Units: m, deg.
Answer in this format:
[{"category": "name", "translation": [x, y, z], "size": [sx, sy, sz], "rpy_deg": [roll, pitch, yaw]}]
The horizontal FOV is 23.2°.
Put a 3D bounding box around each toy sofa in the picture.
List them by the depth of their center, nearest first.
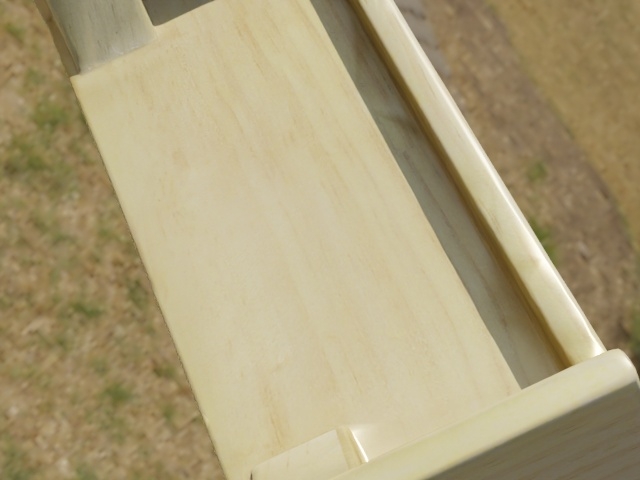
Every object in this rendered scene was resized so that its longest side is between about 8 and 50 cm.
[{"category": "toy sofa", "translation": [0.000, 0.000, 0.667], "size": [0.177, 0.150, 0.362], "rpy_deg": [67, -3, -52]}]
